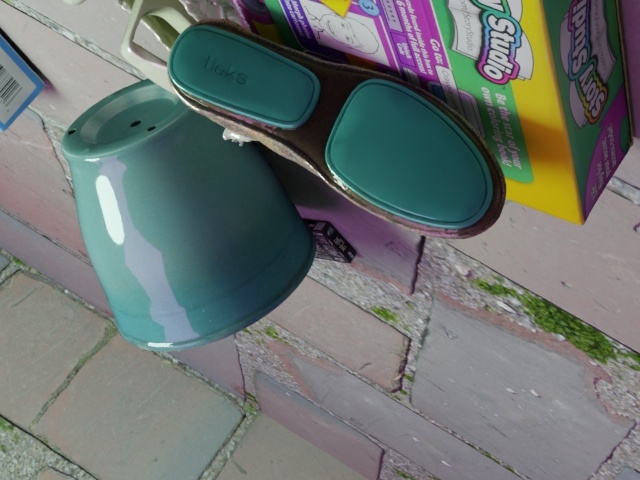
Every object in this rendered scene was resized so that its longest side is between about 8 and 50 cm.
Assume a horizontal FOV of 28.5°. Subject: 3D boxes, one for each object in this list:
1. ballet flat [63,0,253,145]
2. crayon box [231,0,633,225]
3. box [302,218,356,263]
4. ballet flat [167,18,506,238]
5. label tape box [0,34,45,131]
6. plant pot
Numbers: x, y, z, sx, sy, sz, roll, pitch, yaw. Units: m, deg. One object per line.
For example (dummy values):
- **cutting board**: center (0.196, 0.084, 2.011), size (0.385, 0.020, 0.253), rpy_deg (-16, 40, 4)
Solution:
- **ballet flat**: center (-0.169, -0.248, 1.217), size (0.409, 0.147, 0.147), rpy_deg (42, 159, -16)
- **crayon box**: center (0.071, -0.195, 0.991), size (0.313, 0.106, 0.363), rpy_deg (22, 157, 29)
- **box**: center (0.000, 0.000, 1.678), size (0.083, 0.018, 0.067), rpy_deg (7, 147, 52)
- **ballet flat**: center (0.020, -0.094, 1.034), size (0.316, 0.107, 0.106), rpy_deg (32, -178, 19)
- **label tape box**: center (-0.586, -0.286, 1.830), size (0.333, 0.106, 0.240), rpy_deg (14, 151, 46)
- **plant pot**: center (-0.175, -0.050, 1.523), size (0.271, 0.271, 0.255), rpy_deg (13, 136, 46)
